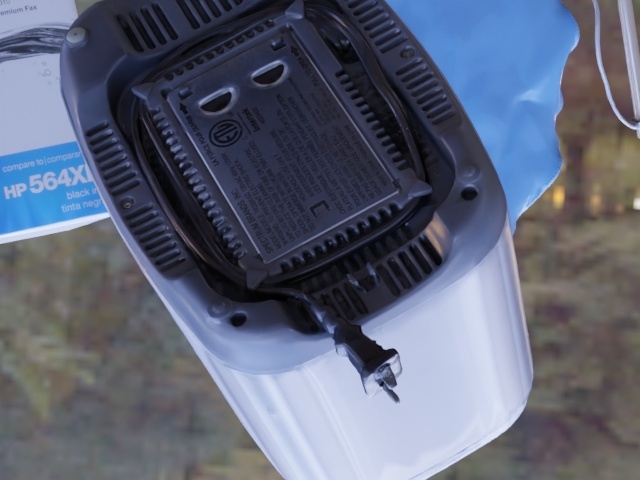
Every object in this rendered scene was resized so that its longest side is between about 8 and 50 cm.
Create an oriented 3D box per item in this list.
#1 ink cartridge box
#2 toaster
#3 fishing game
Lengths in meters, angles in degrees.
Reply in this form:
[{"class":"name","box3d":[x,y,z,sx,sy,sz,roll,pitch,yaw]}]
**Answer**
[{"class":"ink cartridge box","box3d":[-0.193,-0.102,1.182,0.086,0.203,0.148,-12,-179,-19]},{"class":"toaster","box3d":[0.000,0.000,0.749,0.129,0.227,0.146,-30,143,-5]},{"class":"fishing game","box3d":[0.049,-0.075,0.984,0.264,0.189,0.041,-21,-161,-24]}]
